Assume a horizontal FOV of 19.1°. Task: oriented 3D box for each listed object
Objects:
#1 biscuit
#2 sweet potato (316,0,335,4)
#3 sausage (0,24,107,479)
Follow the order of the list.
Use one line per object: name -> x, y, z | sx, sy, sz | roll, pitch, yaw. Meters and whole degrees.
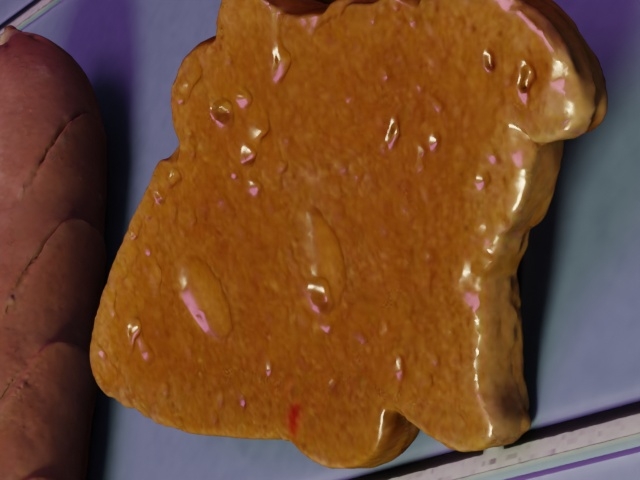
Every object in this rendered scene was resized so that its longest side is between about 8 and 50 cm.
biscuit -> 0.000, 0.000, 0.648 | 0.280, 0.043, 0.183 | -39, 68, 49
sweet potato -> 0.002, -0.069, 0.704 | 0.269, 0.074, 0.075 | -58, 32, 36
sausage -> -0.140, 0.080, 0.824 | 0.088, 0.088, 0.433 | -32, 47, 44
